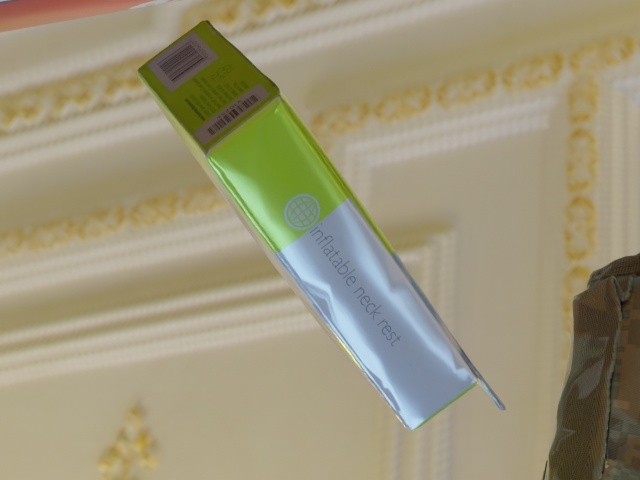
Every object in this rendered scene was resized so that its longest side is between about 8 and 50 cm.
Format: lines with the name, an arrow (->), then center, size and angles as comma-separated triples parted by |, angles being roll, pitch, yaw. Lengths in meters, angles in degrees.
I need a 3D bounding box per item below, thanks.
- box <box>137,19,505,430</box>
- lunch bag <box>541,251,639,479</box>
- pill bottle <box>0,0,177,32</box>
box -> 0.000, 0.000, 0.722 | 0.042, 0.178, 0.109 | -37, -151, -3
lunch bag -> 0.196, 0.171, 0.818 | 0.169, 0.287, 0.235 | -29, -150, 39
pill bottle -> -0.145, -0.209, 0.783 | 0.229, 0.407, 0.229 | 33, -50, 51
